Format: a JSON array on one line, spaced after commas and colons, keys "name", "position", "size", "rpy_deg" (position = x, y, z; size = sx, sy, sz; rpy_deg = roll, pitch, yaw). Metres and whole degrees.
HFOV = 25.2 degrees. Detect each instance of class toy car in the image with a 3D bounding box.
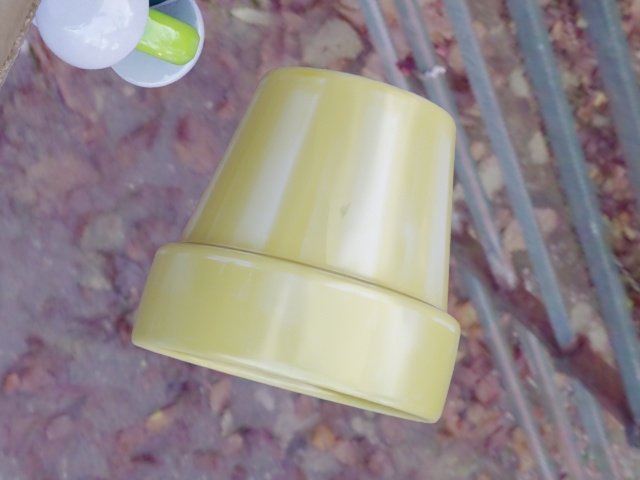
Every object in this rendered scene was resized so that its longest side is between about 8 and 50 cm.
[{"name": "toy car", "position": [-0.148, -0.190, 0.957], "size": [0.182, 0.159, 0.136], "rpy_deg": [31, 97, 15]}]

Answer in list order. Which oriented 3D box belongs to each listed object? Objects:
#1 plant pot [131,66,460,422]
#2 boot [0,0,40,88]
[{"name": "plant pot", "position": [0.000, 0.000, 1.140], "size": [0.254, 0.254, 0.239], "rpy_deg": [17, 82, -25]}, {"name": "boot", "position": [-0.232, -0.129, 0.654], "size": [0.089, 0.236, 0.269], "rpy_deg": [81, 33, -60]}]
